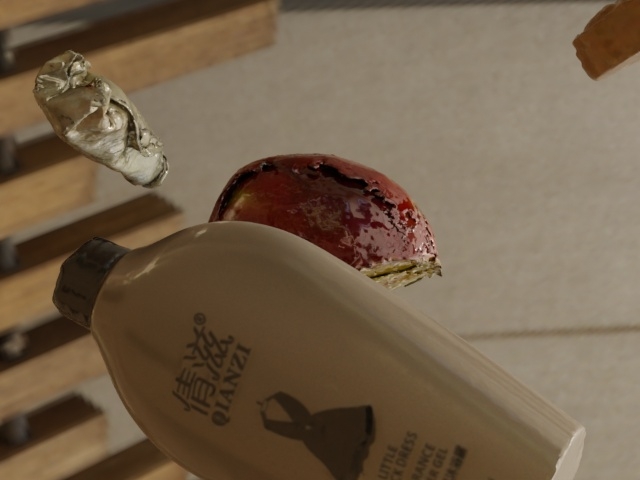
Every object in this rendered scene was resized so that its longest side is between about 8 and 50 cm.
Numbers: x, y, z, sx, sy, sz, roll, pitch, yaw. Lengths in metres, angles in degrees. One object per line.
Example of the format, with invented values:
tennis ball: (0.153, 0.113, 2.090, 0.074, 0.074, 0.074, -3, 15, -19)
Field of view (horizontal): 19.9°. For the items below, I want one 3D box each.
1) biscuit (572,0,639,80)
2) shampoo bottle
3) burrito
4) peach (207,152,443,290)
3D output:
biscuit: (0.362, -0.237, 1.415, 0.057, 0.351, 0.312, 60, -18, 4)
shampoo bottle: (-0.009, 0.066, 0.843, 0.256, 0.078, 0.127, 25, -70, 18)
burrito: (-0.119, -0.064, 0.980, 0.055, 0.041, 0.149, 42, -3, 12)
peach: (-0.001, -0.001, 1.283, 0.172, 0.127, 0.092, 5, -26, 11)
